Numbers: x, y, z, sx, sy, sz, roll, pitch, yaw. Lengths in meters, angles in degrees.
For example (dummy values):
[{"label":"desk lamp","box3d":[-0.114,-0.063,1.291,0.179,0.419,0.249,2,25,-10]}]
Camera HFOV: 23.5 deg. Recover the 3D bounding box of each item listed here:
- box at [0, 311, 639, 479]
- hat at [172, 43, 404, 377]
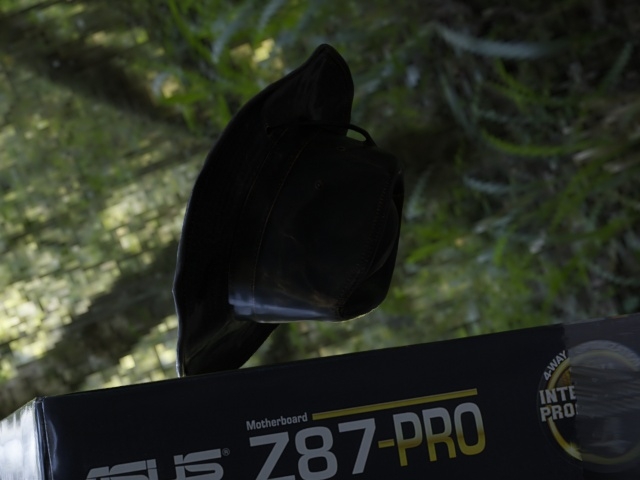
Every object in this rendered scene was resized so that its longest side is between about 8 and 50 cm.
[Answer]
[{"label":"box","box3d":[-0.021,0.123,0.894,0.395,0.318,0.097,146,118,-73]},{"label":"hat","box3d":[0.000,0.000,1.339,0.331,0.134,0.331,-57,-20,-34]}]
